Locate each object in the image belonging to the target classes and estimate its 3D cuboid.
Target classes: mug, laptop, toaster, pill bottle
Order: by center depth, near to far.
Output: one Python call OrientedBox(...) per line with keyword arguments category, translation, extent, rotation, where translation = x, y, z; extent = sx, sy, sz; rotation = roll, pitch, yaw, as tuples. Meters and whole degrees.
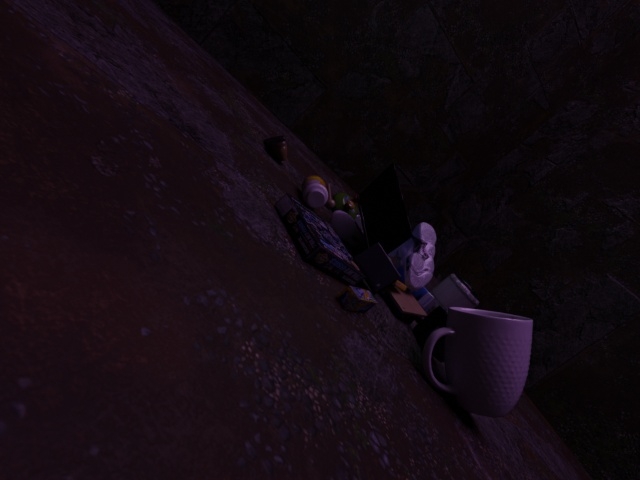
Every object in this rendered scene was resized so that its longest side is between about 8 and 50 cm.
OrientedBox(category="mug", translation=(0.521, 0.408, 1.388), extent=(0.374, 0.328, 0.276), rotation=(8, -4, -15))
OrientedBox(category="toaster", translation=(0.475, 0.378, 1.629), extent=(0.110, 0.185, 0.168), rotation=(45, 5, -19))
OrientedBox(category="pill bottle", translation=(-0.027, -0.222, 1.874), extent=(0.117, 0.117, 0.215), rotation=(42, 14, -20))
OrientedBox(category="laptop", translation=(0.323, -0.066, 1.897), extent=(0.408, 0.236, 0.382), rotation=(44, 34, -55))

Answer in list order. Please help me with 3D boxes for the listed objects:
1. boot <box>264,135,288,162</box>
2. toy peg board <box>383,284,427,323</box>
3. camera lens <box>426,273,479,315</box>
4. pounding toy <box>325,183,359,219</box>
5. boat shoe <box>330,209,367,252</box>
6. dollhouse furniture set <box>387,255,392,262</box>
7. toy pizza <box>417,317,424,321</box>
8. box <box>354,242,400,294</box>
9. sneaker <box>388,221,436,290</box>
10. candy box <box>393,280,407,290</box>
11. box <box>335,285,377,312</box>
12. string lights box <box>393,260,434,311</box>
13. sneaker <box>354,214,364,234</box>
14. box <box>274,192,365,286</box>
OrientedBox(category="boot", translation=(-0.224, -0.481, 2.120), extent=(0.305, 0.112, 0.115), rotation=(-115, -172, -63))
OrientedBox(category="toy peg board", translation=(0.341, 0.278, 1.722), extent=(0.160, 0.079, 0.161), rotation=(17, 28, -36))
OrientedBox(category="camera lens", translation=(0.722, 0.337, 2.262), extent=(0.219, 0.274, 0.219), rotation=(44, 14, -14))
OrientedBox(category="pounding toy", translation=(0.146, -0.215, 2.259), extent=(0.237, 0.110, 0.183), rotation=(31, 50, -32))
OrientedBox(category="boat shoe", translation=(0.134, -0.058, 1.933), extent=(0.301, 0.108, 0.102), rotation=(40, 15, -40))
OrientedBox(category="dollhouse furniture set", translation=(0.406, 0.080, 2.483), extent=(0.151, 0.058, 0.076), rotation=(42, 15, -21))
OrientedBox(category="toy pizza", translation=(0.486, 0.363, 1.974), extent=(0.201, 0.032, 0.201), rotation=(47, 10, -10))
OrientedBox(category="box", translation=(0.212, 0.112, 1.540), extent=(0.153, 0.108, 0.207), rotation=(59, -1, 11))
OrientedBox(category="sneaker", translation=(0.422, 0.097, 1.905), extent=(0.137, 0.210, 0.366), rotation=(32, 54, -15))
OrientedBox(category="candy box", translation=(0.266, 0.152, 1.744), extent=(0.206, 0.027, 0.105), rotation=(27, -1, 41))
OrientedBox(category="box", translation=(0.117, 0.187, 1.277), extent=(0.054, 0.059, 0.169), rotation=(56, 16, 27))
OrientedBox(category="string lights box", translation=(0.455, 0.231, 2.026), extent=(0.260, 0.077, 0.133), rotation=(48, 1, 27))
OrientedBox(category="sneaker", translation=(0.268, -0.067, 2.471), extent=(0.281, 0.105, 0.115), rotation=(32, -14, -37))
OrientedBox(category="box", translation=(0.000, 0.000, 1.422), extent=(0.295, 0.073, 0.293), rotation=(34, 20, -48))
